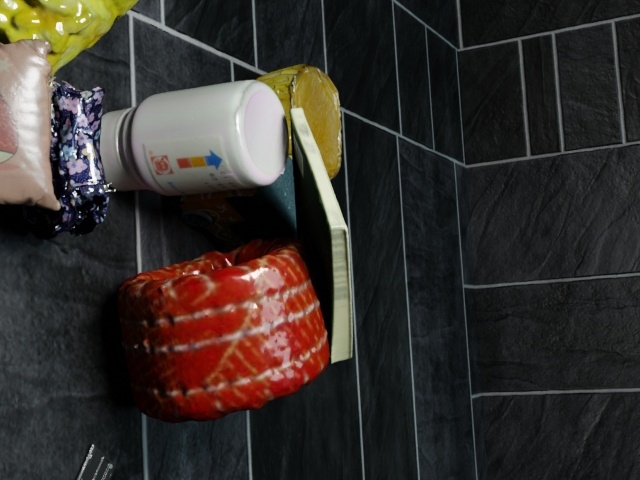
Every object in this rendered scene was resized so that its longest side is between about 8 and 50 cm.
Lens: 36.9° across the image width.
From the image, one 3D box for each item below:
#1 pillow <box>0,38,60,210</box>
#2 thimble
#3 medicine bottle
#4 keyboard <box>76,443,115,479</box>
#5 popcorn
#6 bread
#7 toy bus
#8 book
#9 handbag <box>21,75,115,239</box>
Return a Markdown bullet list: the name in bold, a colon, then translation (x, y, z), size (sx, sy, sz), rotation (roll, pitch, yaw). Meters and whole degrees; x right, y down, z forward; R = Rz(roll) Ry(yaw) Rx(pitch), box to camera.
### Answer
- **pillow**: translation (-0.446, -0.144, 1.196), size (0.084, 0.236, 0.223), rotation (173, -83, -74)
- **thimble**: translation (-0.157, 0.137, 1.544), size (0.350, 0.350, 0.230), rotation (-24, 103, -63)
- **medicine bottle**: translation (-0.210, -0.157, 1.537), size (0.170, 0.293, 0.170), rotation (17, 71, -62)
- **keyboard**: translation (-0.360, 0.407, 1.427), size (0.067, 0.011, 0.202), rotation (58, 36, -38)
- **popcorn**: translation (-0.395, -0.361, 1.292), size (0.250, 0.235, 0.241), rotation (54, 52, -27)
- **bread**: translation (-0.053, -0.238, 2.046), size (0.227, 0.143, 0.253), rotation (24, 66, -62)
- **toy bus**: translation (-0.118, -0.068, 1.813), size (0.323, 0.194, 0.161), rotation (45, 45, -51)
- **book**: translation (0.000, 0.000, 1.574), size (0.371, 0.043, 0.260), rotation (88, -13, -52)
- **handbag**: translation (-0.364, -0.104, 1.339), size (0.127, 0.229, 0.207), rotation (0, 83, -29)
